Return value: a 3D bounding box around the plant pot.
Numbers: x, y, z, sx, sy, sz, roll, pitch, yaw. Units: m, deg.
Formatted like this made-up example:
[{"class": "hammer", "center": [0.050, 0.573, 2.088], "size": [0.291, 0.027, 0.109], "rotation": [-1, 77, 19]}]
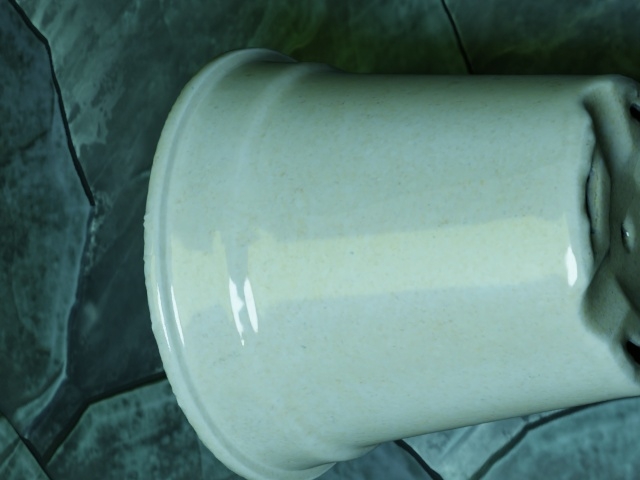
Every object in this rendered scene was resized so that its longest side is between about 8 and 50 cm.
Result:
[{"class": "plant pot", "center": [0.093, 0.006, 1.419], "size": [0.305, 0.334, 0.334], "rotation": [-6, 93, 30]}]
